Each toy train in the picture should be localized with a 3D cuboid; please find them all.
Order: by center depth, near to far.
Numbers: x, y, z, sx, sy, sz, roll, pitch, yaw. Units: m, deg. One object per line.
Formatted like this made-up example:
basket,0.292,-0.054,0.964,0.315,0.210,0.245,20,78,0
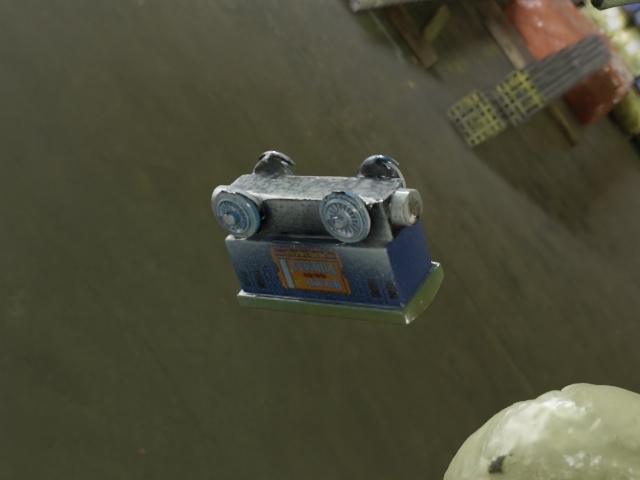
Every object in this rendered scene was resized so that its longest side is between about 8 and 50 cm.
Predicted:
toy train,0.000,0.000,1.374,0.131,0.300,0.201,-46,129,-42

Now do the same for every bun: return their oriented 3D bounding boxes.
bun,0.208,0.208,0.776,0.259,0.259,0.160,49,27,-13

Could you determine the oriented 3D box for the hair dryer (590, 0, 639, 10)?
hair dryer,0.359,-0.351,1.236,0.199,0.167,0.067,60,-16,-12
